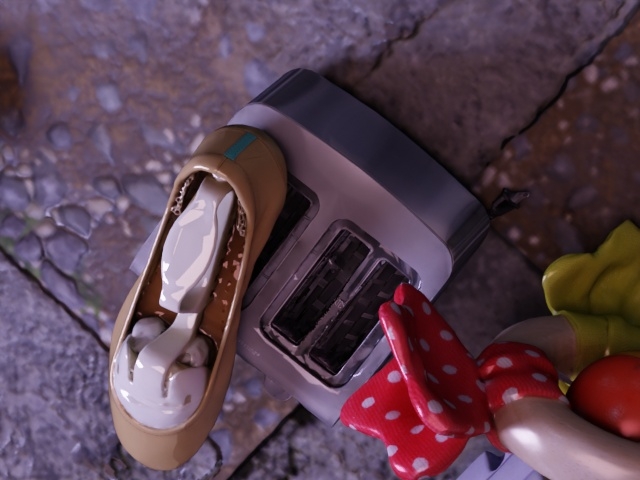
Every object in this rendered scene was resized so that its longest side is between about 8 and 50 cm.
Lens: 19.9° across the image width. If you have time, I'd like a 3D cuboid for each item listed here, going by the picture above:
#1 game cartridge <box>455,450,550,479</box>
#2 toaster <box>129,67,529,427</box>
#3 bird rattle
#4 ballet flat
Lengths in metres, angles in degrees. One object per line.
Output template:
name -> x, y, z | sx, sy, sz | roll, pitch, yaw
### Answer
game cartridge -> 0.041, 0.291, 1.115 | 0.068, 0.230, 0.355 | 35, 109, -20
toaster -> 0.000, 0.000, 1.122 | 0.168, 0.110, 0.186 | 38, 112, 2
bird rattle -> 0.149, 0.081, 1.023 | 0.207, 0.253, 0.143 | 29, 110, 30
ballet flat -> -0.085, 0.041, 1.060 | 0.080, 0.073, 0.232 | 21, 112, 11
